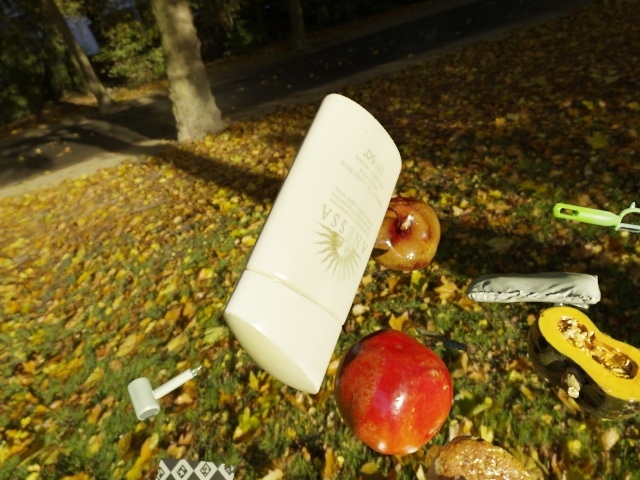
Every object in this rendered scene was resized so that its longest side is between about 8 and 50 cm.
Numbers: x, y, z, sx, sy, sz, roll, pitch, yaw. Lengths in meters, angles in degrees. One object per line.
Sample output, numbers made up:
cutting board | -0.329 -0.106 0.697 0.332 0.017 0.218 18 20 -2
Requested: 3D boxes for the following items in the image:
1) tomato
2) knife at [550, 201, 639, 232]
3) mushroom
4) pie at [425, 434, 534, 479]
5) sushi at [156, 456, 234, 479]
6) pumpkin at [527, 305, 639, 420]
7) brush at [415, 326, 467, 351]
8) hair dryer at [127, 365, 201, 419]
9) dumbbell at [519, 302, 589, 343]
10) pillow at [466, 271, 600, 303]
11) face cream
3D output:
tomato | 0.204 0.418 1.267 0.326 0.289 0.293 -5 28 -30
knife | 0.493 -0.048 0.780 0.212 0.054 0.015 6 19 -16
mushroom | 0.264 -0.016 1.464 0.268 0.254 0.266 -2 75 9
pie | 0.434 0.685 1.186 0.316 0.092 0.314 0 60 0
sushi | -0.170 0.359 0.593 0.121 0.026 0.125 -3 64 21
pumpkin | 0.699 0.333 1.194 0.222 0.139 0.317 -34 59 -21
brush | 0.406 0.341 1.524 0.191 0.034 0.027 16 49 39
hair dryer | -0.262 0.245 0.765 0.125 0.037 0.063 -30 54 -14
dumbbell | 0.780 0.265 1.499 0.192 0.192 0.289 12 82 42
pillow | 0.402 0.089 0.857 0.230 0.050 0.128 -3 12 34
face cream | 0.000 0.000 0.565 0.081 0.173 0.348 1 60 43
